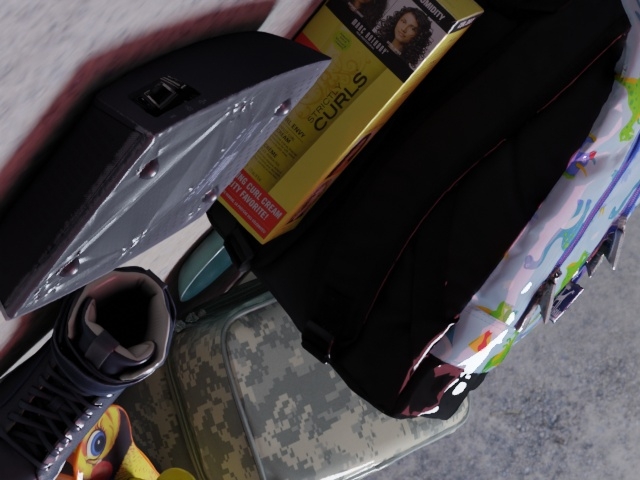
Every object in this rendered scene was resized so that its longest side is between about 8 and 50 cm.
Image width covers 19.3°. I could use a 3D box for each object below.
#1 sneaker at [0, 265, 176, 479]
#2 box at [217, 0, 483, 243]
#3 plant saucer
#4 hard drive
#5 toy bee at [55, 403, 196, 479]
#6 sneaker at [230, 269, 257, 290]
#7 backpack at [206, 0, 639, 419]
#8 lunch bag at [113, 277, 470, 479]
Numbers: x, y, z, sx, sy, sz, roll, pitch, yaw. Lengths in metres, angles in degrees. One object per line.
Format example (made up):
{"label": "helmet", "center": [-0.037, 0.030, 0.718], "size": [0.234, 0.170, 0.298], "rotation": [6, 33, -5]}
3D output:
{"label": "sneaker", "center": [-0.191, 0.111, 1.378], "size": [0.226, 0.086, 0.163], "rotation": [-54, -173, -14]}
{"label": "box", "center": [0.008, -0.108, 1.348], "size": [0.232, 0.087, 0.058], "rotation": [-47, 172, 28]}
{"label": "plant saucer", "center": [-0.092, 0.007, 1.719], "size": [0.119, 0.021, 0.119], "rotation": [-44, 174, -6]}
{"label": "hard drive", "center": [-0.099, -0.050, 1.145], "size": [0.172, 0.054, 0.255], "rotation": [-49, 173, 26]}
{"label": "toy bee", "center": [-0.196, 0.204, 1.699], "size": [0.298, 0.195, 0.162], "rotation": [72, 38, -71]}
{"label": "sneaker", "center": [-0.018, 0.032, 2.065], "size": [0.192, 0.086, 0.064], "rotation": [-47, 174, 19]}
{"label": "backpack", "center": [0.123, -0.077, 1.461], "size": [0.273, 0.290, 0.355], "rotation": [3, 122, -45]}
{"label": "lunch bag", "center": [-0.049, 0.146, 1.867], "size": [0.305, 0.212, 0.256], "rotation": [-23, -177, -39]}
